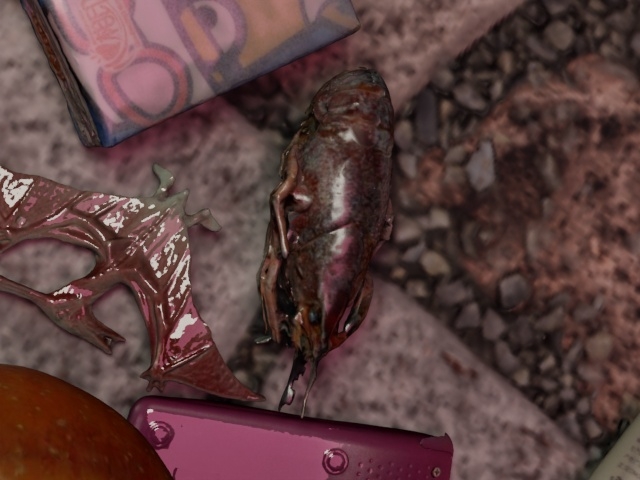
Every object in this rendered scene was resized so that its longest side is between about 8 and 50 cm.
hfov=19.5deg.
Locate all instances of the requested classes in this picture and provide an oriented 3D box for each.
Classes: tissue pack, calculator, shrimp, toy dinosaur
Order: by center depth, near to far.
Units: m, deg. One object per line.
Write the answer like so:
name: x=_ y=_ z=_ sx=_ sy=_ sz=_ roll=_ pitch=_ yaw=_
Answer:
tissue pack: x=-0.072 y=-0.129 z=0.961 sx=0.155 sy=0.065 sz=0.115 roll=-26 pitch=100 yaw=-15
toy dinosaur: x=-0.108 y=0.010 z=0.976 sx=0.220 sy=0.032 sz=0.108 roll=43 pitch=83 yaw=-7
shrimp: x=0.001 y=0.000 z=0.994 sx=0.075 sy=0.073 sz=0.190 roll=8 pitch=86 yaw=-15
calculator: x=-0.023 y=0.156 z=1.016 sx=0.191 sy=0.034 sz=0.126 roll=10 pitch=92 yaw=-19

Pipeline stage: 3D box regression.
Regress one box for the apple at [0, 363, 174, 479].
apple: x=-0.164 y=0.174 z=0.897 sx=0.210 sy=0.173 sz=0.234 roll=16 pitch=97 yaw=-24

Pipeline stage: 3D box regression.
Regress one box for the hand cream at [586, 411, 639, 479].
hand cream: x=0.217 y=0.109 z=1.094 sx=0.234 sy=0.050 sz=0.080 roll=-47 pitch=106 yaw=-16
